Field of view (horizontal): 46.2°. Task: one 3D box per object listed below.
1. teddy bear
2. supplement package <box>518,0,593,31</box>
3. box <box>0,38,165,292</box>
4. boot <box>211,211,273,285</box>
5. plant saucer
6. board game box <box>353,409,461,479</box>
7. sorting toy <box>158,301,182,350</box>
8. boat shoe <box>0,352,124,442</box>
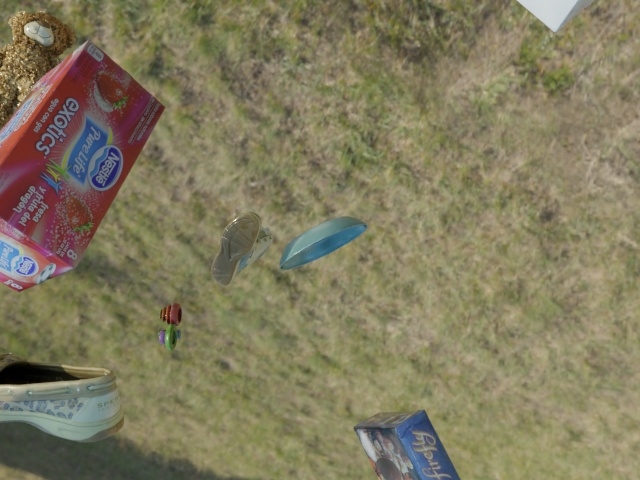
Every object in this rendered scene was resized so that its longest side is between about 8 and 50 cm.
[{"bbox_3d":[-0.708,-0.404,1.813,0.245,0.338,0.113,30,168,8],"label":"teddy bear"},{"bbox_3d":[0.391,-0.492,1.112,0.198,0.262,0.199,45,152,10],"label":"supplement package"},{"bbox_3d":[-0.300,-0.085,0.849,0.128,0.257,0.122,-19,130,39],"label":"box"},{"bbox_3d":[-0.165,-0.005,1.761,0.077,0.165,0.213,37,125,10],"label":"boot"},{"bbox_3d":[0.000,0.000,0.901,0.119,0.119,0.021,-39,75,52],"label":"plant saucer"},{"bbox_3d":[0.131,0.315,0.862,0.243,0.042,0.165,63,161,7],"label":"board game box"},{"bbox_3d":[-0.295,0.167,1.442,0.042,0.102,0.061,2,138,5],"label":"sorting toy"},{"bbox_3d":[-0.391,0.190,1.007,0.285,0.104,0.089,8,108,15],"label":"boat shoe"}]
